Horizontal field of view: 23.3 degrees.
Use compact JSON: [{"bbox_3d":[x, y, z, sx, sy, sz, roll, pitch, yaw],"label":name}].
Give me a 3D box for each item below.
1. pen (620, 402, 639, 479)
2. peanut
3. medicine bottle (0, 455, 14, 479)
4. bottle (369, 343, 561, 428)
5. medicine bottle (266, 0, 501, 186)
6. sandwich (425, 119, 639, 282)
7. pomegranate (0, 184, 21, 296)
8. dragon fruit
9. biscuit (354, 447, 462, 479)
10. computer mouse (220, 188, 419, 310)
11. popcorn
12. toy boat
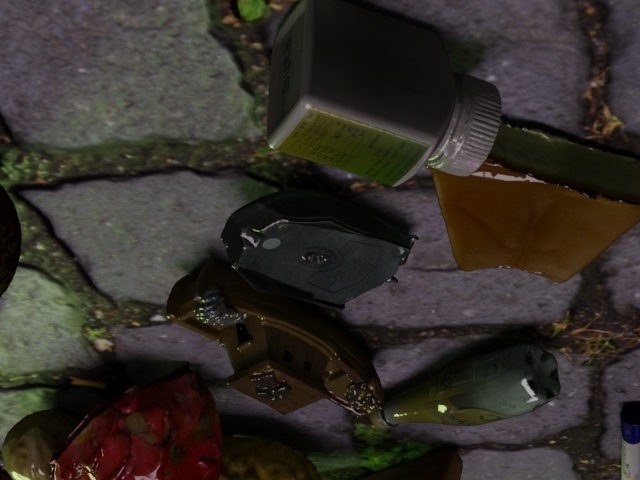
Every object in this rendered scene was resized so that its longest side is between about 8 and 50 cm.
[{"bbox_3d":[0.411,0.287,2.048,0.033,0.033,0.269,-2,148,9],"label":"pen"},{"bbox_3d":[-0.338,0.298,2.042,0.122,0.137,0.253,-22,144,3],"label":"peanut"},{"bbox_3d":[-0.484,0.325,2.176,0.220,0.061,0.092,29,115,-34],"label":"medicine bottle"},{"bbox_3d":[0.166,0.187,1.872,0.083,0.083,0.269,29,146,-34],"label":"bottle"},{"bbox_3d":[0.055,-0.123,1.346,0.188,0.132,0.088,17,144,-20],"label":"medicine bottle"},{"bbox_3d":[0.177,-0.032,1.542,0.245,0.063,0.212,16,147,-17],"label":"sandwich"},{"bbox_3d":[-0.402,-0.029,1.517,0.214,0.214,0.248,1,110,4],"label":"pomegranate"},{"bbox_3d":[-0.216,0.282,1.920,0.189,0.163,0.262,36,113,12],"label":"dragon fruit"},{"bbox_3d":[0.049,0.392,2.081,0.290,0.237,0.062,-28,105,36],"label":"biscuit"},{"bbox_3d":[-0.002,-0.001,1.606,0.231,0.071,0.126,16,133,-36],"label":"computer mouse"},{"bbox_3d":[-0.104,0.360,2.051,0.200,0.203,0.226,5,175,35],"label":"popcorn"},{"bbox_3d":[-0.041,0.130,1.766,0.089,0.121,0.321,-28,136,32],"label":"toy boat"}]
